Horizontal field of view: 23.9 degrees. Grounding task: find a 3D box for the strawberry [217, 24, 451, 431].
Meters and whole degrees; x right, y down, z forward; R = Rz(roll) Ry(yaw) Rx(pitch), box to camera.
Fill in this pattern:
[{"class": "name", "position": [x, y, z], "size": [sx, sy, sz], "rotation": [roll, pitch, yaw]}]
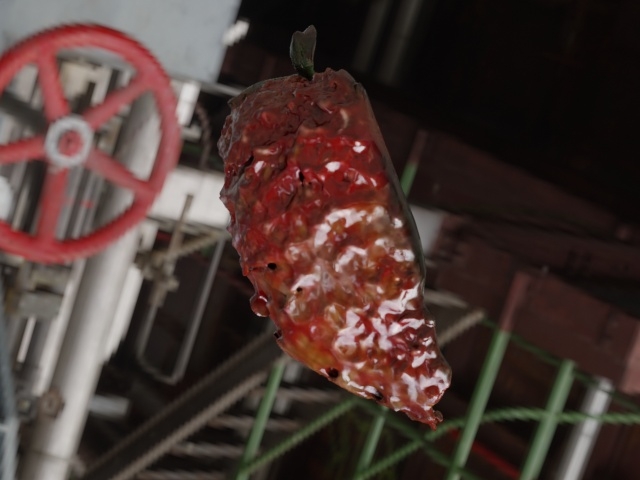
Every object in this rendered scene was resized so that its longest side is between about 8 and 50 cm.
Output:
[{"class": "strawberry", "position": [-0.001, -0.003, 0.736], "size": [0.085, 0.192, 0.140], "rotation": [-16, -168, -7]}]
